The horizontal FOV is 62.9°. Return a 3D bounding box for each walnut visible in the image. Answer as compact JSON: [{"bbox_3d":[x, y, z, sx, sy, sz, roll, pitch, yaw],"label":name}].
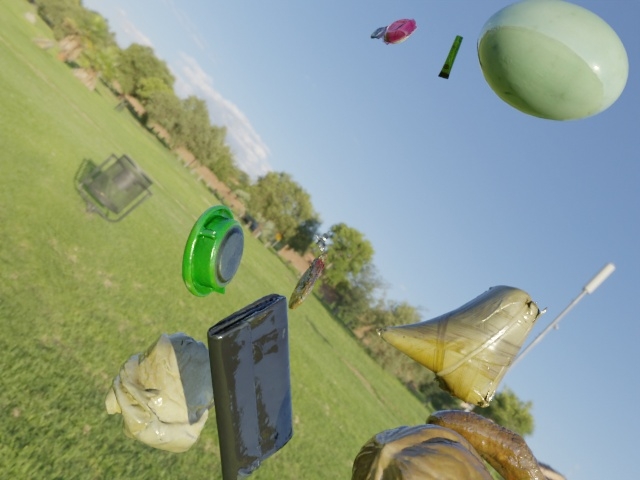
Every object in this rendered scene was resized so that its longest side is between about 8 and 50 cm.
[{"bbox_3d":[0.203,0.508,0.999,0.333,0.333,0.333,47,-5,6],"label":"walnut"}]

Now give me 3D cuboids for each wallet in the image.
[{"bbox_3d":[-0.151,0.342,1.209,0.062,0.228,0.406,14,-64,35],"label":"wallet"}]

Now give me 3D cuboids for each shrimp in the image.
[{"bbox_3d":[-0.039,0.153,2.084,0.062,0.294,0.154,35,-30,-13],"label":"shrimp"}]

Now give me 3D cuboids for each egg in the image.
[{"bbox_3d":[0.575,-0.455,1.325,0.389,0.276,0.276,43,-7,27],"label":"egg"}]

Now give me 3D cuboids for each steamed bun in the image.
[{"bbox_3d":[-0.457,0.445,1.539,0.325,0.230,0.372,59,29,-31],"label":"steamed bun"}]

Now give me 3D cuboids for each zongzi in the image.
[{"bbox_3d":[0.210,0.128,0.797,0.197,0.194,0.099,35,-2,-1],"label":"zongzi"}]

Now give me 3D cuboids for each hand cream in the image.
[{"bbox_3d":[0.379,-0.530,1.515,0.036,0.122,0.023,32,20,35],"label":"hand cream"}]

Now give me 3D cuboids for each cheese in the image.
[{"bbox_3d":[0.186,-0.532,1.332,0.145,0.095,0.038,25,-20,49],"label":"cheese"}]

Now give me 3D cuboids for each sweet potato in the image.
[{"bbox_3d":[0.408,0.479,1.186,0.341,0.114,0.092,33,2,18],"label":"sweet potato"}]

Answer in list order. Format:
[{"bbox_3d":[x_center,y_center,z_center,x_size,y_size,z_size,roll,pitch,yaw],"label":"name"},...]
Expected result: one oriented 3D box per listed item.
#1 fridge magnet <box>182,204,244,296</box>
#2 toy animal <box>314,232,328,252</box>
[{"bbox_3d":[-0.232,0.025,1.148,0.088,0.208,0.208,13,-15,13],"label":"fridge magnet"},{"bbox_3d":[0.000,0.001,1.652,0.050,0.084,0.028,25,-48,-6],"label":"toy animal"}]
